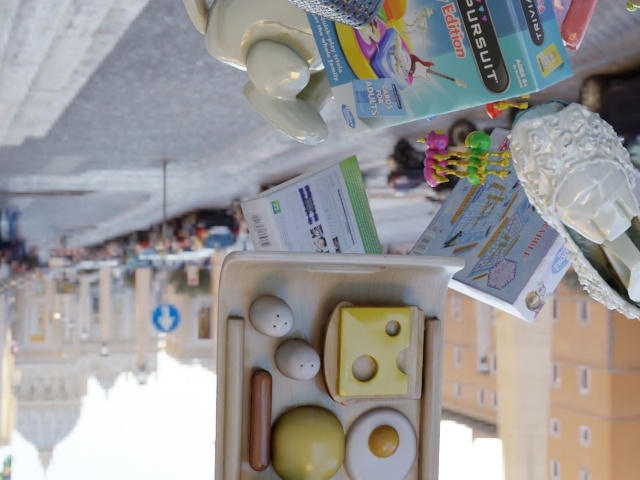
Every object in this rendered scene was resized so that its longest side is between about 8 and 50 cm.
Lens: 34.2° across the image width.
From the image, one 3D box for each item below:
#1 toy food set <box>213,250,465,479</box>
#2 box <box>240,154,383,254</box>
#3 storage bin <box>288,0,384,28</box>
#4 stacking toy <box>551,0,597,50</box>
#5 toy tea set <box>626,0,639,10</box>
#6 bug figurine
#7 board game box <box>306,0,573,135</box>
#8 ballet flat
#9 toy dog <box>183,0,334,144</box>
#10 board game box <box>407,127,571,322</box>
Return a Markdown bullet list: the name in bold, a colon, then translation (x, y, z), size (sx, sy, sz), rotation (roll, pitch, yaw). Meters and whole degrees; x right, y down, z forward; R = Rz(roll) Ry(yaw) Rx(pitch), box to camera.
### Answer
- **toy food set**: translation (0.022, 0.162, 0.920), size (0.219, 0.306, 0.092), rotation (1, -177, -17)
- **box**: translation (0.000, 0.000, 1.774), size (0.058, 0.232, 0.322), rotation (-10, -170, 33)
- **storage bin**: translation (0.007, -0.281, 0.975), size (0.084, 0.122, 0.180), rotation (26, -173, -28)
- **stacking toy**: translation (0.323, -0.421, 1.314), size (0.130, 0.279, 0.309), rotation (20, 139, 7)
- **toy tea set**: translation (0.633, -0.412, 1.556), size (0.124, 0.200, 0.336), rotation (18, 132, -43)
- **bug figurine**: translation (0.228, -0.191, 1.656), size (0.072, 0.216, 0.279), rotation (13, -166, 39)
- **board game box**: translation (0.126, -0.285, 1.306), size (0.079, 0.254, 0.336), rotation (-27, -167, -37)
- **ballet flat**: translation (0.384, -0.024, 1.381), size (0.147, 0.147, 0.409), rotation (-1, 145, 37)
- **toy dog**: translation (0.001, -0.440, 1.717), size (0.395, 0.408, 0.284), rotation (39, -146, 7)
- **board game box**: translation (0.345, -0.039, 1.867), size (0.066, 0.319, 0.318), rotation (39, 173, -32)
